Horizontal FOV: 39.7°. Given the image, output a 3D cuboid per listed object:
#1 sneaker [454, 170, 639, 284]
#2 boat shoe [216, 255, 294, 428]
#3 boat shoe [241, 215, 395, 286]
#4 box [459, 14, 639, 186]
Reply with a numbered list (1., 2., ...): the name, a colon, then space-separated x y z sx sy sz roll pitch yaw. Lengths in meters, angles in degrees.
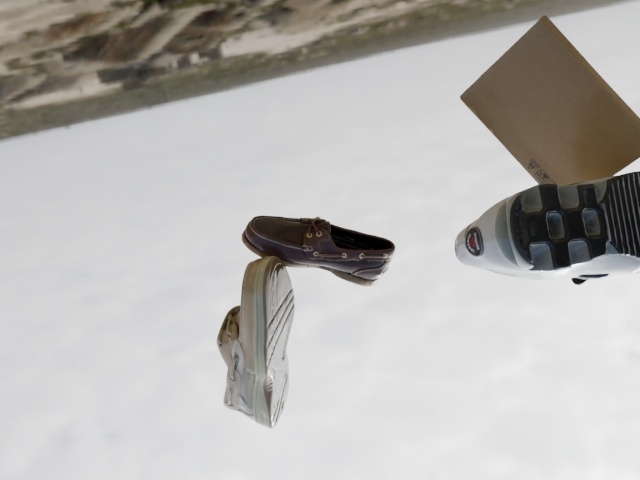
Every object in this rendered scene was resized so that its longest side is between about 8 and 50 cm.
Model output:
1. sneaker: 0.305 -0.011 1.054 0.331 0.122 0.146 2 169 -28
2. boat shoe: -0.099 0.142 1.228 0.098 0.302 0.109 14 -137 13
3. boat shoe: 0.000 0.000 1.201 0.207 0.073 0.073 14 -136 -17
4. box: 0.287 -0.150 1.085 0.021 0.201 0.164 -41 179 -39
